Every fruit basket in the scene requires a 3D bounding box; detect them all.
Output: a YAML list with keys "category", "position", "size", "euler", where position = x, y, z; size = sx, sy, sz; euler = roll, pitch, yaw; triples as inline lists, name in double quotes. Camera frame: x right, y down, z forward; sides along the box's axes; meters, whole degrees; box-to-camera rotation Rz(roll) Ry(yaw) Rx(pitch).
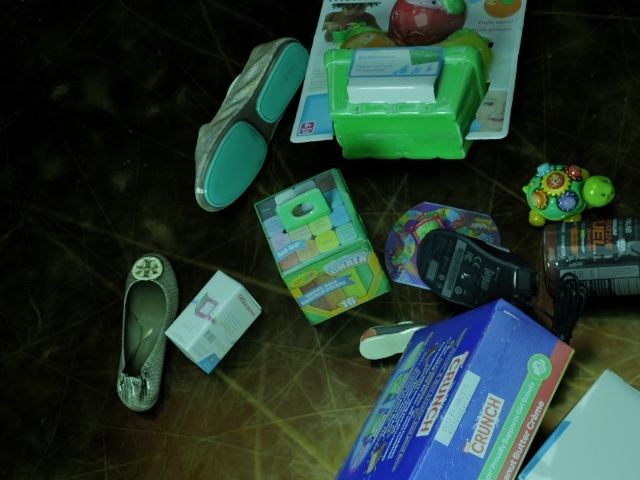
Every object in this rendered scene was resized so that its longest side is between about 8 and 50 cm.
- category: "fruit basket"
  position: [0.136, -0.292, 2.040]
  size: [0.327, 0.165, 0.353]
  euler: [2, 61, 18]

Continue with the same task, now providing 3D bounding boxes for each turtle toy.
- category: "turtle toy"
  position: [0.347, -0.069, 1.917]
  size: [0.130, 0.066, 0.095]
  euler: [6, 66, 19]

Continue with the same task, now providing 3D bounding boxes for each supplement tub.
- category: "supplement tub"
  position: [0.401, 0.021, 1.833]
  size: [0.198, 0.106, 0.106]
  euler: [-4, 63, 14]

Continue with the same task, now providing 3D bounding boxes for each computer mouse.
- category: "computer mouse"
  position: [0.240, 0.094, 1.852]
  size: [0.262, 0.060, 0.184]
  euler: [21, 110, 34]

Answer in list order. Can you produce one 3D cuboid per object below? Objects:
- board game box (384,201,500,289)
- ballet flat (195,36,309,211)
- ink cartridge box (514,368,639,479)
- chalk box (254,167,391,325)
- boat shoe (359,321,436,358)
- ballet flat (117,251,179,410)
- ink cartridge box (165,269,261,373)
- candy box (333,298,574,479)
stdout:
- category: "board game box"
  position: [0.171, 0.005, 1.952]
  size: [0.169, 0.033, 0.133]
  euler: [13, 69, 22]
- category: "ballet flat"
  position: [-0.124, -0.179, 2.108]
  size: [0.106, 0.107, 0.316]
  euler: [10, 61, 43]
- category: "ink cartridge box"
  position: [0.338, 0.287, 1.627]
  size: [0.168, 0.232, 0.171]
  euler: [39, 78, 13]
- category: "chalk box"
  position: [0.000, 0.000, 1.901]
  size: [0.132, 0.213, 0.132]
  euler: [-24, 60, 4]
- category: "boat shoe"
  position: [0.122, 0.134, 1.896]
  size: [0.137, 0.049, 0.043]
  euler: [-9, 23, 13]
- category: "ballet flat"
  position: [-0.260, 0.126, 2.004]
  size: [0.084, 0.058, 0.250]
  euler: [-2, 64, 15]
- category: "ink cartridge box"
  position: [-0.152, 0.116, 1.959]
  size: [0.052, 0.088, 0.122]
  euler: [35, 77, 31]
- category: "candy box"
  position: [0.151, 0.231, 1.678]
  size: [0.122, 0.317, 0.268]
  euler: [32, 74, -6]
